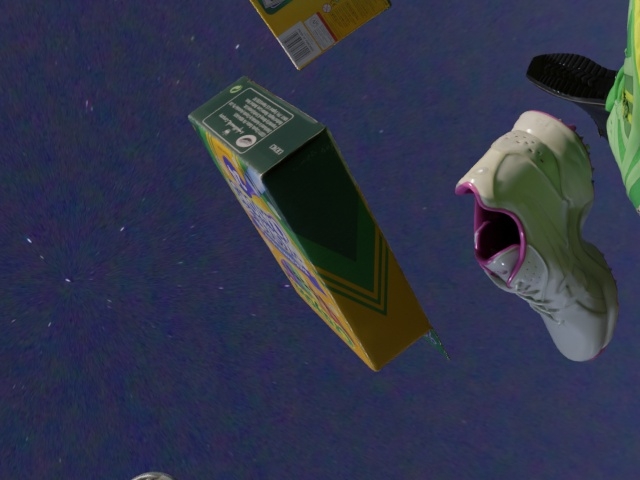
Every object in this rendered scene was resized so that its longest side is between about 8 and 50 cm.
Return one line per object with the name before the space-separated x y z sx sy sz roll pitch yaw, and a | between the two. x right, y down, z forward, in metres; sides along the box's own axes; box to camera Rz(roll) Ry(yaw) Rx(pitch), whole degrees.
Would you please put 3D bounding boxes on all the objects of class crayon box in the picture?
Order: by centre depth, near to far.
crayon box | 0.000 0.000 0.942 0.083 0.203 0.323 -37 -56 -8
crayon box | -0.042 -0.407 1.272 0.165 0.081 0.278 -33 -75 12

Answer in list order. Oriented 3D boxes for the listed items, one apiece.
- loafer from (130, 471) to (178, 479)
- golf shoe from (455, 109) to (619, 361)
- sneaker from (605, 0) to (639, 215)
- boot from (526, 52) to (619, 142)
loafer | -0.143 0.308 0.653 0.096 0.084 0.267 5 -110 28
golf shoe | 0.222 0.020 0.930 0.140 0.115 0.306 -33 -60 -19
sneaker | 0.281 -0.133 0.737 0.109 0.123 0.295 -16 -59 -11
boot | 0.402 -0.198 1.326 0.198 0.137 0.077 22 -111 20
